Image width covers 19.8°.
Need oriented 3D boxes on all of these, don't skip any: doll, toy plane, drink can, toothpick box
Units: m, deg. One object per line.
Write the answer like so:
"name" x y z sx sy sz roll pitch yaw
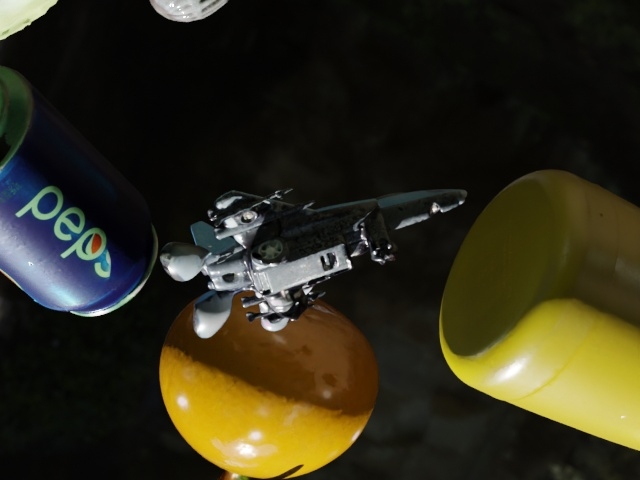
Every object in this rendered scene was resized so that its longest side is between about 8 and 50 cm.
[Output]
"doll" -0.065 0.163 1.793 0.213 0.236 0.213 20 -170 -3
"toy plane" 0.002 0.006 1.488 0.246 0.169 0.078 -12 -133 6
"drink can" -0.209 -0.032 1.345 0.118 0.118 0.205 41 176 43
"toothpick box" 0.243 0.072 1.391 0.271 0.175 0.175 24 -164 -21

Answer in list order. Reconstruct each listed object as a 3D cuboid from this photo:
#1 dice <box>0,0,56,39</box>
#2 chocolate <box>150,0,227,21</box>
"dice" -0.293 -0.250 1.122 0.252 0.250 0.254 85 169 -73
"chocolate" -0.068 -0.237 1.472 0.072 0.167 0.072 52 177 4
